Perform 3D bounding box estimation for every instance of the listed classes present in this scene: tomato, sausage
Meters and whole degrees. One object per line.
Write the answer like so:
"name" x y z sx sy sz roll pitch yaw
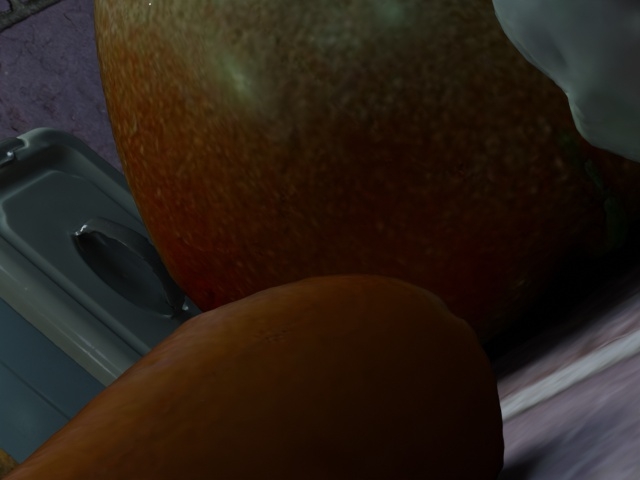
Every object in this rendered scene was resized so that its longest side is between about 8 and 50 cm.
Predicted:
"tomato" 0.044 -0.089 0.762 0.303 0.239 0.303 -40 0 0
"sausage" -0.048 0.089 0.417 0.083 0.089 0.300 -26 8 40

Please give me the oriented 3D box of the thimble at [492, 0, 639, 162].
"thimble" 0.135 -0.116 0.447 0.149 0.185 0.211 -37 36 43

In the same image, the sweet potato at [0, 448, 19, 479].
"sweet potato" -0.226 0.171 1.422 0.097 0.097 0.292 -38 2 -35

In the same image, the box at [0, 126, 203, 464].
"box" -0.132 0.048 1.050 0.130 0.227 0.162 -54 -6 28
